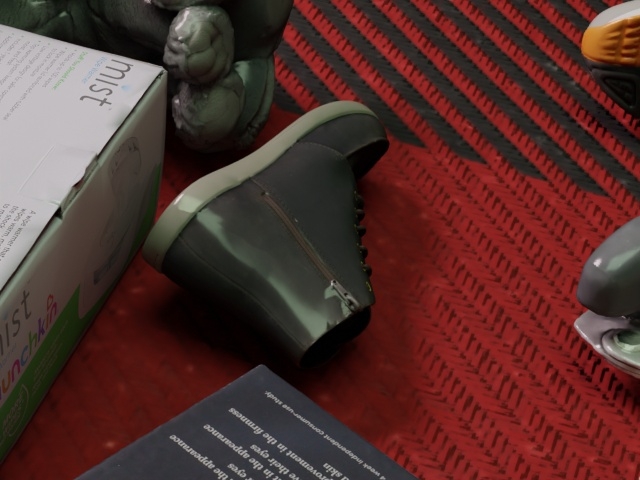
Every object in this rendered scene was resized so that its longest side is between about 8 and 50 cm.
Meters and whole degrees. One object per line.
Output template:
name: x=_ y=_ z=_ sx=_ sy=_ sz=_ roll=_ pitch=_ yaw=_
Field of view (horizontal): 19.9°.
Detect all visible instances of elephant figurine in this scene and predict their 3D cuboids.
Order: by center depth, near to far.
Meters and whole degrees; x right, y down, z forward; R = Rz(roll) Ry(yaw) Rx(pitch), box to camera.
elephant figurine: x=-0.150 y=-0.145 z=1.166 sx=0.239 sy=0.169 sz=0.186 roll=7 pitch=5 yaw=23

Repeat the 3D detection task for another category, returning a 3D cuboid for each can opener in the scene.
can opener: x=0.250 y=0.005 z=1.094 sx=0.074 sy=0.093 sz=0.280 roll=31 pitch=38 yaw=28

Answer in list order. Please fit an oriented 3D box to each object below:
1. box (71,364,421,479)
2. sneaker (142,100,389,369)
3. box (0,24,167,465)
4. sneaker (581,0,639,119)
box: x=-0.048 y=0.172 z=0.794 sx=0.153 sy=0.108 sz=0.207 roll=35 pitch=45 yaw=30
sneaker: x=0.000 y=0.000 z=1.071 sx=0.118 sy=0.083 sz=0.222 roll=42 pitch=38 yaw=10
box: x=-0.234 y=-0.014 z=0.984 sx=0.231 sy=0.126 sz=0.262 roll=15 pitch=37 yaw=8
sneaker: x=0.289 y=-0.141 z=1.295 sx=0.262 sy=0.099 sz=0.121 roll=0 pitch=30 yaw=-24
